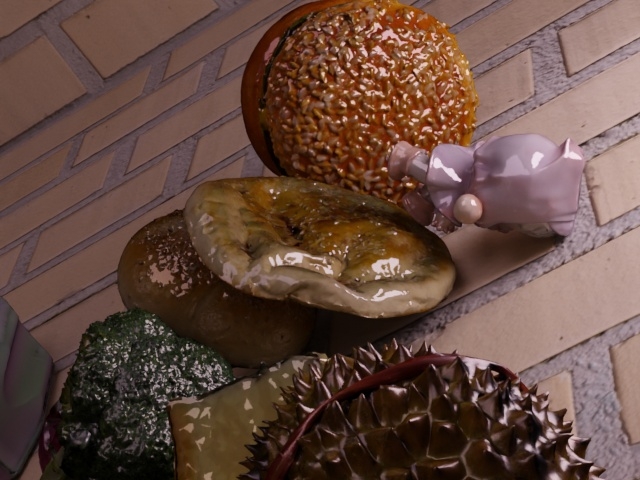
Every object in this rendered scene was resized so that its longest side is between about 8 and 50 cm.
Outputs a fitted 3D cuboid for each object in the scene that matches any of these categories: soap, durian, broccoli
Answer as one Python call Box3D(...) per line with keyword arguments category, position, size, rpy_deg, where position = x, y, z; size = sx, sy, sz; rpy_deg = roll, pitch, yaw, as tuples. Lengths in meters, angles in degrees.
Box3D(category="soap", position=(-0.580, 0.254, 2.529), size=(0.261, 0.156, 0.446), rpy_deg=(-32, 24, 11))
Box3D(category="durian", position=(0.089, 0.265, 1.348), size=(0.348, 0.384, 0.347), rpy_deg=(-25, -19, -9))
Box3D(category="broccoli", position=(-0.214, 0.244, 1.879), size=(0.283, 0.304, 0.321), rpy_deg=(-38, 15, 18))

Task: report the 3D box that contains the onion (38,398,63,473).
Box3D(category="onion", position=(-0.281, 0.268, 2.066), size=(0.207, 0.200, 0.200), rpy_deg=(-22, 27, 20))

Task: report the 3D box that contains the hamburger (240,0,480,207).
Box3D(category="hamburger", position=(0.058, -0.202, 2.271), size=(0.330, 0.330, 0.250), rpy_deg=(-42, 25, -11))

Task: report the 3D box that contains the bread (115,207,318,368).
Box3D(category="bread", position=(-0.131, 0.056, 2.099), size=(0.158, 0.306, 0.305), rpy_deg=(-63, 17, 18))

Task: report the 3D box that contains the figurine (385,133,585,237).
Box3D(category="figurine", position=(0.218, -0.074, 1.992), size=(0.276, 0.133, 0.200), rpy_deg=(4, 10, 35))

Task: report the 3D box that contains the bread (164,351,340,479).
Box3D(category="bread", position=(-0.063, 0.306, 1.592), size=(0.248, 0.279, 0.315), rpy_deg=(-21, 16, 17))

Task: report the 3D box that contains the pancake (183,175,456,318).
Box3D(category="pancake", position=(0.001, 0.000, 2.011), size=(0.387, 0.387, 0.082), rpy_deg=(-110, 30, -65))
